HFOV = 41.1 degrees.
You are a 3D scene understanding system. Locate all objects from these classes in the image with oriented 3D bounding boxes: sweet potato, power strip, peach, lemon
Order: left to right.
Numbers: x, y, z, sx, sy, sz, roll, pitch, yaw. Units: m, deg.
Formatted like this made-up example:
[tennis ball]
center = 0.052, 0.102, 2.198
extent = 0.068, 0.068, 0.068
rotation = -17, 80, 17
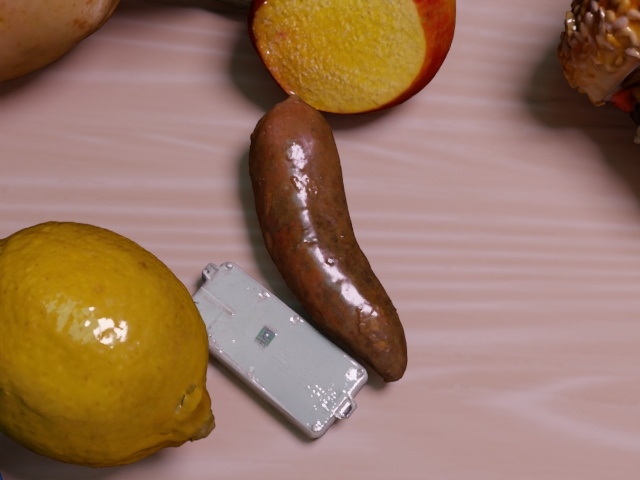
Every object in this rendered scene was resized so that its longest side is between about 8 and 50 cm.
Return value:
[lemon]
center = -0.194, 0.085, 0.704
extent = 0.257, 0.188, 0.188
rotation = 37, 71, 5
[power strip]
center = -0.046, 0.100, 0.792
extent = 0.192, 0.035, 0.081
rotation = 38, 72, 9
[sweet potato]
center = -0.001, 0.002, 0.807
extent = 0.097, 0.097, 0.291
rotation = -17, 79, -11
[peach]
center = 0.031, -0.215, 0.835
extent = 0.192, 0.190, 0.190
rotation = -34, 75, -32

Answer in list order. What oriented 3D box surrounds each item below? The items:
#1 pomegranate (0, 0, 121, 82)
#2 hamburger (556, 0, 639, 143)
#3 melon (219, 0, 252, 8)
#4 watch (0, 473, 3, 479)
[pomegranate]
center = -0.323, -0.318, 0.770
extent = 0.338, 0.338, 0.338
rotation = 2, 70, -4
[hamburger]
center = 0.395, -0.224, 0.799
extent = 0.330, 0.330, 0.250
rotation = -39, 76, -17
[melon]
center = -0.094, -0.305, 0.904
extent = 0.098, 0.098, 0.130
rotation = -28, 76, -14
[watch]
center = -0.371, 0.225, 0.591
extent = 0.305, 0.274, 0.241
rotation = -29, 75, -19
